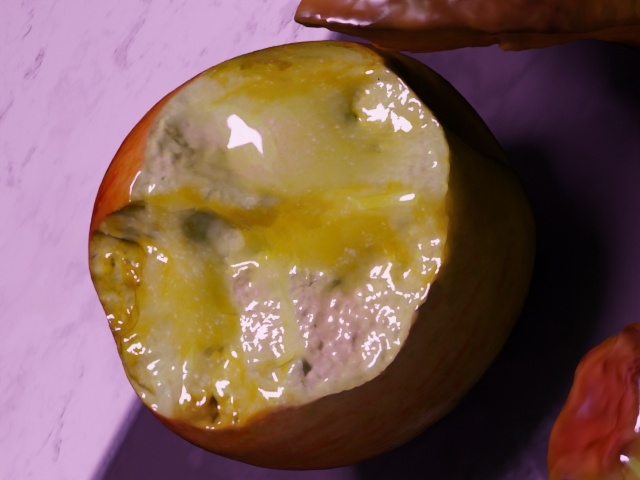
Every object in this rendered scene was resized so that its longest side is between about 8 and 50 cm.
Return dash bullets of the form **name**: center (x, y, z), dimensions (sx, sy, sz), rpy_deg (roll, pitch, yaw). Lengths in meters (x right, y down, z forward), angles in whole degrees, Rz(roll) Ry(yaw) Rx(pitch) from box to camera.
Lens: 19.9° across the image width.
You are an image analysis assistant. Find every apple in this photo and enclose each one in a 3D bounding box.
- **apple**: center (0.000, 0.000, 1.035), dimensions (0.226, 0.246, 0.246), rpy_deg (-35, 42, 22)

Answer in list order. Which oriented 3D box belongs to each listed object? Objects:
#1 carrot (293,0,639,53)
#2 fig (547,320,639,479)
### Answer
- **carrot**: center (0.145, -0.204, 0.989), dimensions (0.241, 0.241, 0.341), rpy_deg (23, 81, 56)
- **fig**: center (0.210, 0.133, 0.599), dimensions (0.316, 0.316, 0.316), rpy_deg (-32, 44, 36)
